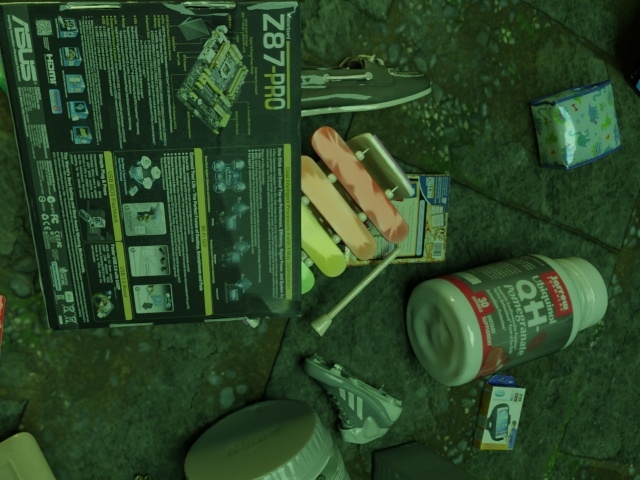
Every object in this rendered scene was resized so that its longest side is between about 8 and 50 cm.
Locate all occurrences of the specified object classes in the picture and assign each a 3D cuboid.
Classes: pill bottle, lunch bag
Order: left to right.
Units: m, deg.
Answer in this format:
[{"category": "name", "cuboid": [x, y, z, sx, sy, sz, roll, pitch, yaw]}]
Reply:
[{"category": "pill bottle", "cuboid": [0.320, 0.120, 1.211, 0.319, 0.176, 0.176, -12, 103, -26]}, {"category": "lunch bag", "cuboid": [0.464, -0.207, 1.282, 0.151, 0.096, 0.128, -19, 106, -14]}]

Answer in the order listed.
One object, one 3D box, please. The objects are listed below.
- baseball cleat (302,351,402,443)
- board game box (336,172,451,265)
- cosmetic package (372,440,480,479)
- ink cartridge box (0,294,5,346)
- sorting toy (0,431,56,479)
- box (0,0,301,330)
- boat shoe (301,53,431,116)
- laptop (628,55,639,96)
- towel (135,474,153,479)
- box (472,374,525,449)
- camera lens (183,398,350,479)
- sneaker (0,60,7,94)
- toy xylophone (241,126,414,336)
[{"category": "baseball cleat", "cuboid": [0.041, 0.262, 1.147, 0.206, 0.072, 0.109, 31, 89, -24]}, {"category": "board game box", "cuboid": [0.115, -0.036, 1.154, 0.194, 0.045, 0.146, -1, 98, -27]}, {"category": "cosmetic package", "cuboid": [0.189, 0.431, 1.154, 0.107, 0.238, 0.127, -5, 99, -27]}, {"category": "ink cartridge box", "cuboid": [-0.496, 0.127, 0.841, 0.231, 0.078, 0.134, 5, 95, -29]}, {"category": "sorting toy", "cuboid": [-0.408, 0.360, 0.883, 0.196, 0.047, 0.347, -29, 81, -15]}, {"category": "box", "cuboid": [-0.181, -0.086, 0.851, 0.319, 0.097, 0.394, -3, 116, -5]}, {"category": "boat shoe", "cuboid": [0.014, -0.232, 1.035, 0.336, 0.112, 0.095, -13, 108, -22]}, {"category": "laptop", "cuboid": [0.700, -0.380, 1.355, 0.137, 0.264, 0.234, 29, 81, 9]}, {"category": "towel", "cuboid": [-0.208, 0.403, 1.017, 0.027, 0.110, 0.148, -37, 116, -16]}, {"category": "box", "cuboid": [0.333, 0.319, 1.332, 0.081, 0.028, 0.136, 9, 95, -28]}, {"category": "camera lens", "cuboid": [-0.054, 0.398, 1.032, 0.220, 0.219, 0.274, -26, 109, -22]}, {"category": "sneaker", "cuboid": [-0.324, -0.207, 0.882, 0.124, 0.109, 0.295, -30, 118, 9]}, {"category": "toy xylophone", "cuboid": [0.000, 0.000, 1.045, 0.236, 0.081, 0.322, 43, 87, -16]}]
